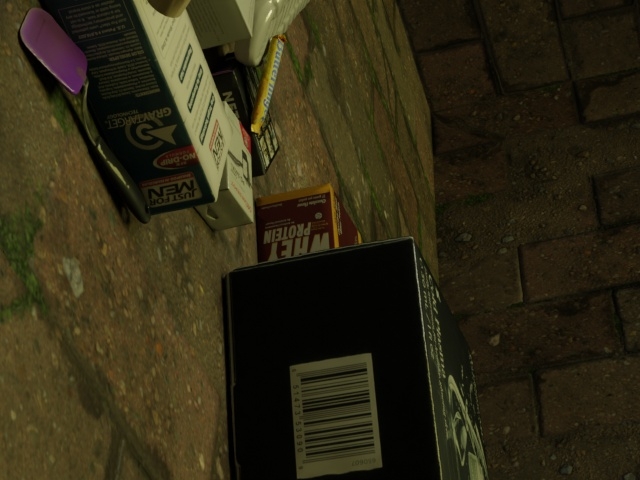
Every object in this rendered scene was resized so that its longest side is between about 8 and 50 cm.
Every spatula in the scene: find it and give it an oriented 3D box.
[{"bbox_3d":[-0.256,-0.132,1.459,0.084,0.030,0.296,-87,161,-50],"label":"spatula"}]

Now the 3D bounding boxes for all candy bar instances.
[{"bbox_3d":[-0.082,-0.244,2.007,0.040,0.018,0.161,1,105,-73],"label":"candy bar"}]

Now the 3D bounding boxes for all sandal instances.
[{"bbox_3d":[-0.071,-0.434,2.102,0.416,0.102,0.169,-64,174,-51],"label":"sandal"}]

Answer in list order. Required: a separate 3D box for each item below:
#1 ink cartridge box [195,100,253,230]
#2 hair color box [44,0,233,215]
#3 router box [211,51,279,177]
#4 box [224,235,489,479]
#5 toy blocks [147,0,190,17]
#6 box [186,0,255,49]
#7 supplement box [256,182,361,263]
[{"bbox_3d":[-0.142,-0.104,1.847,0.109,0.063,0.150,56,25,-59],"label":"ink cartridge box"},{"bbox_3d":[-0.216,-0.219,1.540,0.174,0.105,0.347,-82,157,-54],"label":"hair color box"},{"bbox_3d":[-0.120,-0.203,2.067,0.133,0.046,0.178,-69,145,-66],"label":"router box"},{"bbox_3d":[0.077,0.319,1.926,0.472,0.297,0.479,58,24,-61],"label":"box"},{"bbox_3d":[-0.165,-0.432,1.326,0.309,0.260,0.288,29,33,-16],"label":"toy blocks"},{"bbox_3d":[-0.174,-0.396,1.840,0.181,0.119,0.182,-88,161,-44],"label":"box"},{"bbox_3d":[-0.012,0.042,2.131,0.194,0.129,0.191,56,26,-60],"label":"supplement box"}]
